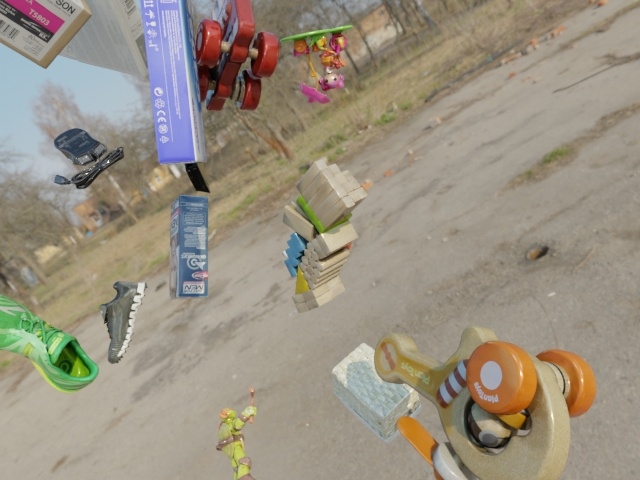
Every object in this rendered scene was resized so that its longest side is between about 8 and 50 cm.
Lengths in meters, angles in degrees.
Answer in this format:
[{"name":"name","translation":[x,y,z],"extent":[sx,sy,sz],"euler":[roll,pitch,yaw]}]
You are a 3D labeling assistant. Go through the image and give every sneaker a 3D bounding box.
[{"name":"sneaker","translation":[-0.565,0.218,1.356],"extent":[0.078,0.106,0.235],"euler":[-12,62,62]},{"name":"sneaker","translation":[-0.583,0.206,1.025],"extent":[0.123,0.296,0.110],"euler":[-21,35,29]}]

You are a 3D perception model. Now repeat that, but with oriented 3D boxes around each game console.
[{"name":"game console","translation":[-0.398,-0.313,1.407],"extent":[0.043,0.361,0.213],"euler":[-18,54,-3]}]

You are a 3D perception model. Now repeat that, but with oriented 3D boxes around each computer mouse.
[{"name":"computer mouse","translation":[-0.672,-0.216,1.358],"extent":[0.261,0.060,0.184],"euler":[24,58,28]}]

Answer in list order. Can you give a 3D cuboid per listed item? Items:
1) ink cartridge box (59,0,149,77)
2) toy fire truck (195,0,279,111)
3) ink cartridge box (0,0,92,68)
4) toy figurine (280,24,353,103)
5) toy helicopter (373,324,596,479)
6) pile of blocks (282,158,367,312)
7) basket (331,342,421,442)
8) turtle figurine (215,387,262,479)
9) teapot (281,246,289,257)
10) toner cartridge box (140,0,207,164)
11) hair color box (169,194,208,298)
[{"name":"ink cartridge box","translation":[-0.687,-0.652,1.399],"extent":[0.384,0.308,0.091],"euler":[19,60,16]},{"name":"toy fire truck","translation":[-0.225,-0.469,1.171],"extent":[0.169,0.254,0.302],"euler":[2,-24,-26]},{"name":"ink cartridge box","translation":[-0.703,-0.553,1.152],"extent":[0.193,0.088,0.234],"euler":[-42,-28,12]},{"name":"toy figurine","translation":[0.005,-0.408,1.161],"extent":[0.172,0.160,0.130],"euler":[-11,19,2]},{"name":"toy helicopter","translation":[0.185,0.230,0.698],"extent":[0.355,0.140,0.235],"euler":[14,92,62]},{"name":"pile of blocks","translation":[0.008,-0.010,1.013],"extent":[0.112,0.149,0.363],"euler":[-26,-37,-40]},{"name":"basket","translation":[0.114,0.310,1.019],"extent":[0.113,0.103,0.167],"euler":[-36,50,-24]},{"name":"turtle figurine","translation":[-0.201,0.488,1.178],"extent":[0.087,0.218,0.270],"euler":[1,-39,-36]},{"name":"teapot","translation":[0.000,0.000,2.130],"extent":[0.256,0.252,0.187],"euler":[-62,1,36]},{"name":"toner cartridge box","translation":[-0.286,-0.327,0.968],"extent":[0.075,0.348,0.165],"euler":[-4,10,-5]},{"name":"hair color box","translation":[-0.465,0.030,1.724],"extent":[0.105,0.348,0.173],"euler":[2,-10,-26]}]
